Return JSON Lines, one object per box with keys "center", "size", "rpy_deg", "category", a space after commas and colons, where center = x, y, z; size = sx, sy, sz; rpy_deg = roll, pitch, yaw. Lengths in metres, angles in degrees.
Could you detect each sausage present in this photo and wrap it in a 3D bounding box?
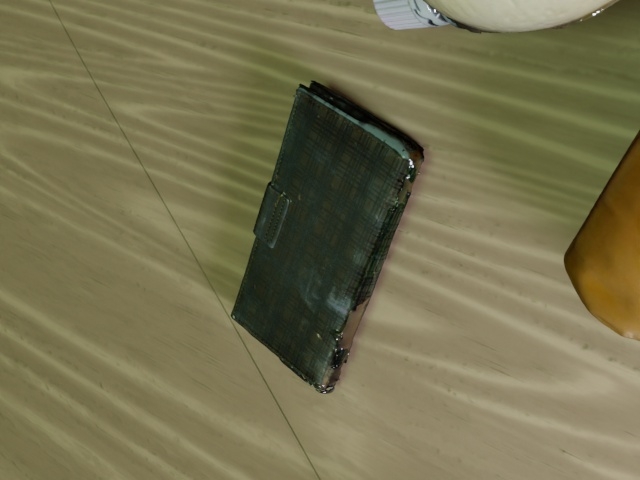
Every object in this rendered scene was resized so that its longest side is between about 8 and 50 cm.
{"center": [0.291, -0.030, 0.903], "size": [0.136, 0.120, 0.241], "rpy_deg": [30, 120, 19], "category": "sausage"}

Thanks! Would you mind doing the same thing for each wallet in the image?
{"center": [0.001, 0.000, 1.244], "size": [0.169, 0.044, 0.317], "rpy_deg": [36, 124, 28], "category": "wallet"}

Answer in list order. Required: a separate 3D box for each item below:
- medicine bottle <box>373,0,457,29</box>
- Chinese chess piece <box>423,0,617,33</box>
{"center": [0.140, -0.234, 1.025], "size": [0.203, 0.083, 0.083], "rpy_deg": [3, 102, 43], "category": "medicine bottle"}
{"center": [0.166, -0.283, 0.900], "size": [0.249, 0.103, 0.250], "rpy_deg": [-14, 56, 22], "category": "Chinese chess piece"}
